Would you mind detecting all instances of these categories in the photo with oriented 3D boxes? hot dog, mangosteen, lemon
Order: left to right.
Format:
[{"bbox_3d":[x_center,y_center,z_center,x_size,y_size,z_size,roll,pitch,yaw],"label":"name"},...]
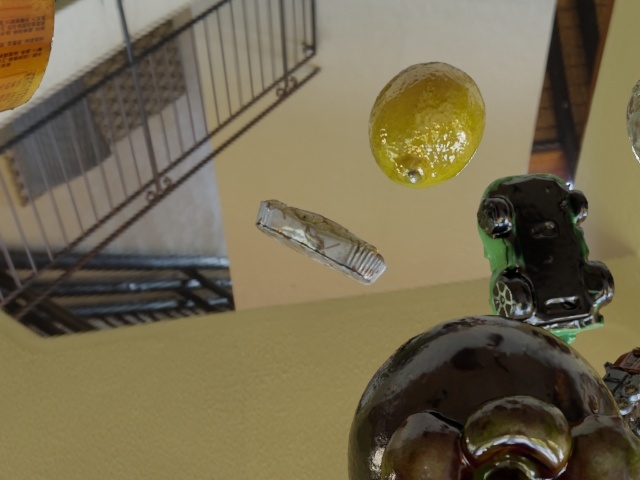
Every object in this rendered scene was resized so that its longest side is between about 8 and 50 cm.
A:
[{"bbox_3d":[0.000,0.000,1.550,0.267,0.144,0.075,25,-97,18],"label":"hot dog"},{"bbox_3d":[0.168,-0.183,1.364,0.186,0.187,0.244,16,-121,18],"label":"lemon"},{"bbox_3d":[0.181,0.236,0.906,0.306,0.307,0.347,0,179,-2],"label":"mangosteen"}]

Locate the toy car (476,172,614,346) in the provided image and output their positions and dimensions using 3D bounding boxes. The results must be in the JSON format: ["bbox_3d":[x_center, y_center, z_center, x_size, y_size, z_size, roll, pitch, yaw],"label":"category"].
[{"bbox_3d":[0.407,0.058,1.631,0.213,0.176,0.359,-8,-105,-17],"label":"toy car"}]

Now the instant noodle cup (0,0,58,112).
[{"bbox_3d":[-0.290,-0.156,0.532,0.230,0.230,0.182,33,-147,31],"label":"instant noodle cup"}]

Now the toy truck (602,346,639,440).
[{"bbox_3d":[0.495,0.255,1.392,0.192,0.083,0.092,-36,-156,-33],"label":"toy truck"}]

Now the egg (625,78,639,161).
[{"bbox_3d":[0.590,-0.170,1.333,0.245,0.203,0.203,42,-122,17],"label":"egg"}]
